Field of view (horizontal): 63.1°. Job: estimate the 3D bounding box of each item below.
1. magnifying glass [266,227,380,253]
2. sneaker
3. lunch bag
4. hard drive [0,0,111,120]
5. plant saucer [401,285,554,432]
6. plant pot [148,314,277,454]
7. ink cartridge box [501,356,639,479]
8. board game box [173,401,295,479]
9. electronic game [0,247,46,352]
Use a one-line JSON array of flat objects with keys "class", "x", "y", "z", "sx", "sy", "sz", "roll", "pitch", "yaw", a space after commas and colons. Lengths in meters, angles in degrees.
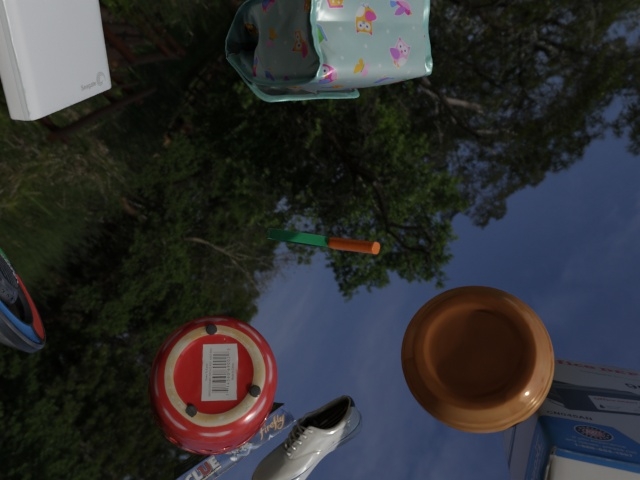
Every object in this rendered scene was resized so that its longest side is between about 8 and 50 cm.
[{"class": "magnifying glass", "x": 0.000, "y": 0.000, "z": 0.961, "sx": 0.231, "sy": 0.092, "sz": 0.026, "roll": 9, "pitch": -93, "yaw": 32}, {"class": "sneaker", "x": -0.032, "y": 0.397, "z": 1.039, "sx": 0.258, "sy": 0.091, "sz": 0.094, "roll": -31, "pitch": -147, "yaw": -24}, {"class": "lunch bag", "x": 0.003, "y": -0.299, "z": 0.800, "sx": 0.223, "sy": 0.160, "sz": 0.262, "roll": -14, "pitch": -164, "yaw": -34}, {"class": "hard drive", "x": -0.415, "y": -0.385, "z": 0.781, "sx": 0.047, "sy": 0.353, "sz": 0.233, "roll": 7, "pitch": -151, "yaw": 7}, {"class": "plant saucer", "x": 0.203, "y": 0.149, "z": 0.693, "sx": 0.199, "sy": 0.037, "sz": 0.200, "roll": -10, "pitch": -122, "yaw": 17}, {"class": "plant pot", "x": -0.157, "y": 0.207, "z": 0.756, "sx": 0.191, "sy": 0.191, "sz": 0.174, "roll": -52, "pitch": 172, "yaw": -25}, {"class": "ink cartridge box", "x": 0.442, "y": 0.319, "z": 0.781, "sx": 0.285, "sy": 0.166, "sz": 0.395, "roll": 8, "pitch": -173, "yaw": 13}, {"class": "board game box", "x": -0.177, "y": 0.413, "z": 1.052, "sx": 0.243, "sy": 0.042, "sz": 0.165, "roll": -30, "pitch": 174, "yaw": -21}, {"class": "electronic game", "x": -0.423, "y": 0.044, "z": 0.669, "sx": 0.048, "sy": 0.229, "sz": 0.229, "roll": -31, "pitch": -165, "yaw": -19}]
